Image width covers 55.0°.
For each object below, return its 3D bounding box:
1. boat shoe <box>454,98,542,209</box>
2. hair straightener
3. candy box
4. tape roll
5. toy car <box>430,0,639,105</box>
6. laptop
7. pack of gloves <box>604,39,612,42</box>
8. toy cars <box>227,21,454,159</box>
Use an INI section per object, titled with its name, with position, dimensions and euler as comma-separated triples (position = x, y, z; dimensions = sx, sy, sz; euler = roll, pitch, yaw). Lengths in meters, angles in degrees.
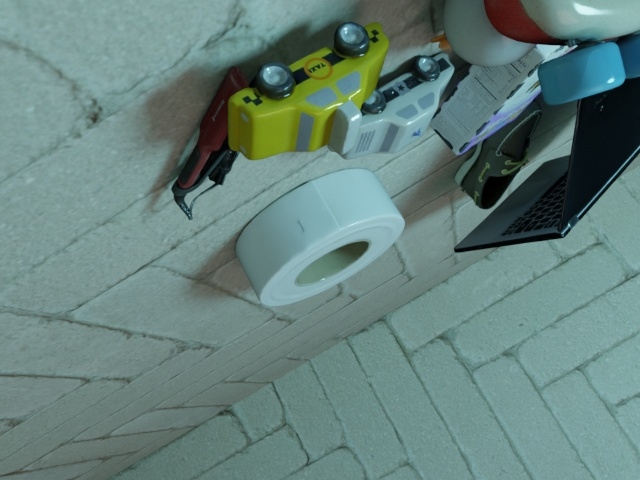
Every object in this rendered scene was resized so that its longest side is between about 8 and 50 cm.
[boat shoe]
position = 0.347, -0.160, 1.166
dimensions = 0.109, 0.091, 0.305
euler = -25, 161, -16
[hair straightener]
position = -0.104, -0.102, 0.707
dimensions = 0.089, 0.047, 0.230
euler = -13, 150, -42
[candy box]
position = 0.264, -0.228, 0.851
dimensions = 0.165, 0.070, 0.196
euler = -32, 167, -36
[tape roll]
position = 0.000, 0.000, 1.059
dimensions = 0.286, 0.100, 0.286
euler = -26, 161, -9
[toy car]
position = 0.223, -0.255, 0.654
dimensions = 0.210, 0.219, 0.238
euler = -22, -171, -24
[laptop]
position = 0.450, -0.192, 1.155
dimensions = 0.382, 0.236, 0.408
euler = -38, -167, -30
[pack of gloves]
position = 0.463, -0.344, 0.933
dimensions = 0.195, 0.046, 0.232
euler = -26, 162, -9
[toy cars]
position = 0.055, -0.145, 0.704
dimensions = 0.176, 0.087, 0.394
euler = -46, 164, 27
